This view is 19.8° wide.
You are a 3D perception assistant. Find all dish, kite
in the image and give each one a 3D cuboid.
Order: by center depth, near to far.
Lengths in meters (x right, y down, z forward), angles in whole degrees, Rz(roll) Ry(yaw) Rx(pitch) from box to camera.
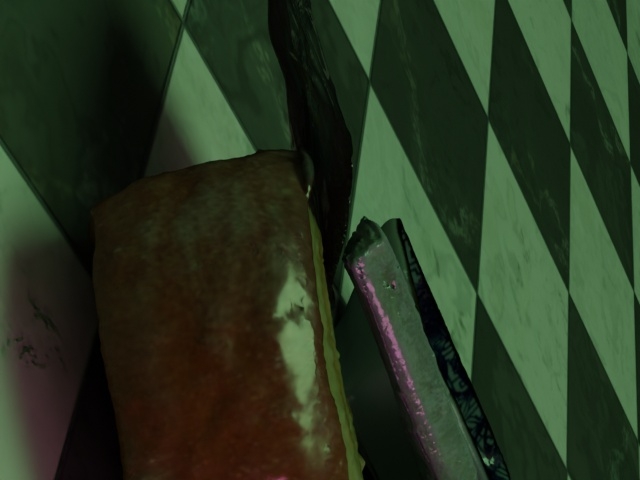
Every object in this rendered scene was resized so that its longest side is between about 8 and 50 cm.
[{"bbox_3d":[-0.004,0.001,1.068,0.204,0.022,0.360,-108,-170,-47],"label":"kite"},{"bbox_3d":[0.069,0.129,1.247,0.182,0.080,0.243,-100,166,-62],"label":"dish"}]

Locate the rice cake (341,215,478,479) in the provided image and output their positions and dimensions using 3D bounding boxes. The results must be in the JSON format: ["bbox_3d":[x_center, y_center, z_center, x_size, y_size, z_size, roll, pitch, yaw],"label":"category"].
[{"bbox_3d":[0.053,0.075,1.085,0.033,0.033,0.208,42,-22,54],"label":"rice cake"}]

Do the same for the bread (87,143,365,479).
[{"bbox_3d":[-0.043,0.074,0.922,0.190,0.123,0.244,89,-11,-75],"label":"bread"}]
